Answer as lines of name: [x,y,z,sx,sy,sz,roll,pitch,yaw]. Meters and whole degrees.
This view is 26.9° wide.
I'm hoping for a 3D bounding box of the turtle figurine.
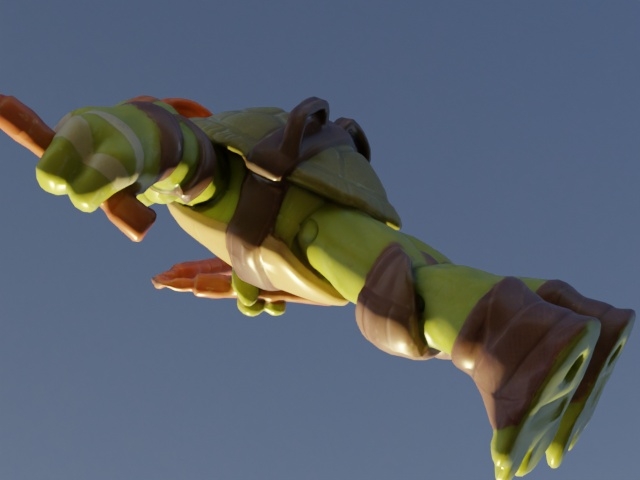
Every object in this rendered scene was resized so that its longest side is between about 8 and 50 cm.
turtle figurine: [0.000,0.000,0.475,0.087,0.217,0.269,-60,-20,-6]
